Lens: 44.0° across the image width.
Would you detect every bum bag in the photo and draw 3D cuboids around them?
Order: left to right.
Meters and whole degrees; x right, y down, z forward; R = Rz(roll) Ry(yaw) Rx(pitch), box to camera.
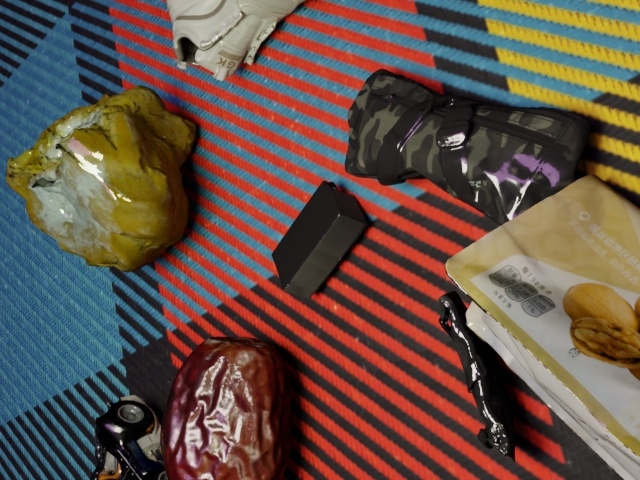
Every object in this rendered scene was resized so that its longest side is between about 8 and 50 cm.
[{"bbox_3d":[0.148,-0.112,0.932,0.340,0.095,0.144,26,88,41],"label":"bum bag"},{"bbox_3d":[0.174,0.151,0.882,0.049,0.087,0.197,-25,69,19],"label":"bum bag"}]

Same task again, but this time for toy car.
[{"bbox_3d":[-0.272,0.398,1.258,0.301,0.118,0.193,40,121,38],"label":"toy car"}]

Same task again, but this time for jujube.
[{"bbox_3d":[-0.129,0.258,1.097,0.183,0.183,0.243,8,91,44],"label":"jujube"}]

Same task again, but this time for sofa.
[{"bbox_3d":[0.000,0.000,1.092,0.147,0.060,0.085,-55,36,24],"label":"sofa"}]

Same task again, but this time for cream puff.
[{"bbox_3d":[-0.323,-0.095,1.306,0.323,0.270,0.274,-4,117,44],"label":"cream puff"}]

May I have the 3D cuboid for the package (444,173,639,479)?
[{"bbox_3d":[0.288,0.115,0.759,0.311,0.221,0.165,48,157,34],"label":"package"}]

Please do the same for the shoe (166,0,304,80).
[{"bbox_3d":[-0.134,-0.325,1.207,0.316,0.124,0.159,7,90,49],"label":"shoe"}]
